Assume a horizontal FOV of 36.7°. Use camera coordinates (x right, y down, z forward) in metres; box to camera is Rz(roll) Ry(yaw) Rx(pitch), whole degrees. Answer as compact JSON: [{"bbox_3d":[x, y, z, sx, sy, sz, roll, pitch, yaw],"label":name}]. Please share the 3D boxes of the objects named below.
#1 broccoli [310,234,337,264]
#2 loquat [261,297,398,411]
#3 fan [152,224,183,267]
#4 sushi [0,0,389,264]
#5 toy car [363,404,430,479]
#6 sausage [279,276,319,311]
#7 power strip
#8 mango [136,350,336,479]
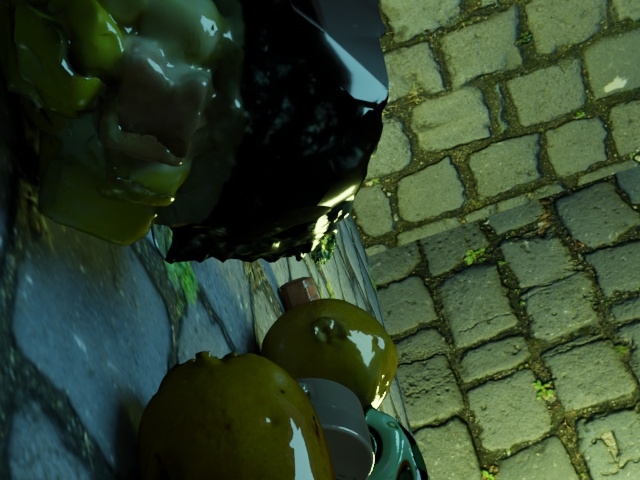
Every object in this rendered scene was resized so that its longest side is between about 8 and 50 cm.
[{"bbox_3d":[0.000,0.000,2.265,0.095,0.097,0.092,41,-6,12],"label":"broccoli"},{"bbox_3d":[0.011,0.175,1.368,0.234,0.187,0.176,77,32,-57],"label":"loquat"},{"bbox_3d":[-0.175,-0.003,1.089,0.080,0.003,0.060,46,27,-75],"label":"fan"},{"bbox_3d":[-0.131,-0.144,0.807,0.328,0.285,0.328,-36,-119,56],"label":"sushi"},{"bbox_3d":[0.077,0.373,1.257,0.136,0.125,0.306,59,38,-63],"label":"toy car"},{"bbox_3d":[-0.018,0.151,1.718,0.065,0.065,0.169,-66,137,-81],"label":"sausage"},{"bbox_3d":[-0.019,0.229,1.085,0.078,0.154,0.154,-102,171,-49],"label":"power strip"},{"bbox_3d":[-0.056,0.229,0.784,0.201,0.152,0.287,88,-14,-82],"label":"mango"}]
